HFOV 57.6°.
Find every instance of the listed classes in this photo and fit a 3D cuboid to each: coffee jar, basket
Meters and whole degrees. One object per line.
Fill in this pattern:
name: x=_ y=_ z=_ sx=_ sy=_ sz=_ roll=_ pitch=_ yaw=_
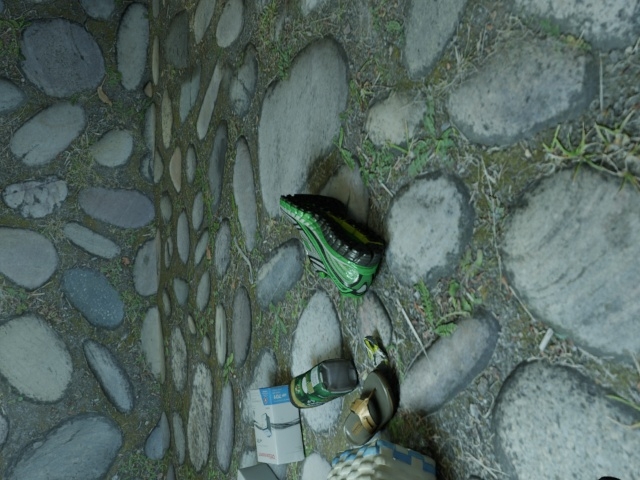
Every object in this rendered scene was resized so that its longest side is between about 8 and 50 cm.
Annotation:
coffee jar: x=0.000 y=0.326 z=1.312 sx=0.184 sy=0.096 sz=0.079 roll=-44 pitch=51 yaw=53
basket: x=0.096 y=0.510 z=1.009 sx=0.255 sy=0.201 sz=0.289 roll=-42 pitch=24 yaw=54

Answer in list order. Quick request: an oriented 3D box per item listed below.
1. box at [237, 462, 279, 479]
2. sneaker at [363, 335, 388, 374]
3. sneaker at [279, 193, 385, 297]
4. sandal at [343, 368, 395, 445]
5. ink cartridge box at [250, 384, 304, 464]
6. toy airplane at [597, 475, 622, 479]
box: x=-0.162 y=0.726 z=1.615 sx=0.170 sy=0.091 sz=0.130 roll=26 pitch=114 yaw=57
sneaker: x=0.114 y=0.232 z=1.181 sx=0.035 sy=0.031 sz=0.083 roll=83 pitch=164 yaw=-68
sneaker: x=0.000 y=0.000 z=1.264 sx=0.343 sy=0.134 sz=0.146 roll=48 pitch=132 yaw=49
sandal: x=0.086 y=0.350 z=1.181 sx=0.090 sy=0.060 sz=0.219 roll=53 pitch=136 yaw=29
ink cartridge box: x=-0.115 y=0.482 z=1.537 sx=0.139 sy=0.082 sz=0.191 roll=-30 pitch=64 yaw=57
toy airplane: x=0.344 y=0.448 z=0.534 sx=0.384 sy=0.272 sz=0.386 roll=-42 pitch=32 yaw=14
